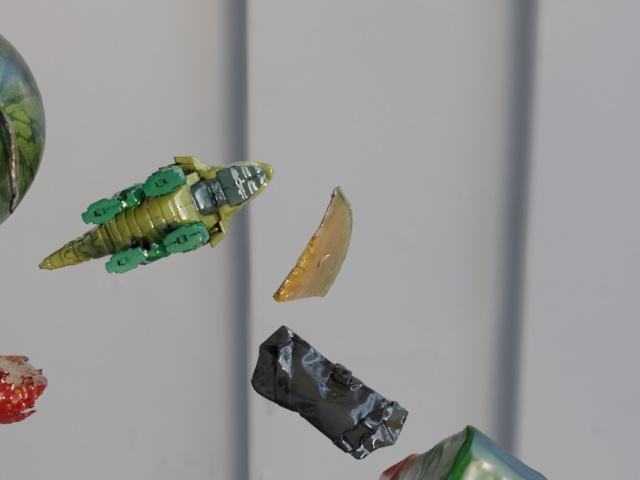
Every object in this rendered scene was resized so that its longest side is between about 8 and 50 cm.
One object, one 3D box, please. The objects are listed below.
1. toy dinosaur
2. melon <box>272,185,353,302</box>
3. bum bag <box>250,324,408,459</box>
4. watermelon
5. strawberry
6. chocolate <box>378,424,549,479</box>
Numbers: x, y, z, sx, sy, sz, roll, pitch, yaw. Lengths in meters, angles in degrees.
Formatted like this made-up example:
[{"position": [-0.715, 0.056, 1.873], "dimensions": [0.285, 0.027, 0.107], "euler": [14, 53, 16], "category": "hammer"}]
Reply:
[{"position": [-0.172, -0.015, 1.551], "dimensions": [0.259, 0.094, 0.153], "euler": [-22, 1, 15], "category": "toy dinosaur"}, {"position": [0.004, 0.000, 2.159], "dimensions": [0.054, 0.182, 0.098], "euler": [42, 29, 23], "category": "melon"}, {"position": [0.005, 0.176, 1.873], "dimensions": [0.197, 0.049, 0.087], "euler": [34, 74, 16], "category": "bum bag"}, {"position": [-0.302, -0.088, 1.375], "dimensions": [0.232, 0.204, 0.127], "euler": [-19, -17, 40], "category": "watermelon"}, {"position": [-0.373, 0.167, 1.818], "dimensions": [0.121, 0.082, 0.188], "euler": [11, 2, -26], "category": "strawberry"}, {"position": [0.189, 0.323, 1.302], "dimensions": [0.360, 0.161, 0.341], "euler": [36, -16, 1], "category": "chocolate"}]
